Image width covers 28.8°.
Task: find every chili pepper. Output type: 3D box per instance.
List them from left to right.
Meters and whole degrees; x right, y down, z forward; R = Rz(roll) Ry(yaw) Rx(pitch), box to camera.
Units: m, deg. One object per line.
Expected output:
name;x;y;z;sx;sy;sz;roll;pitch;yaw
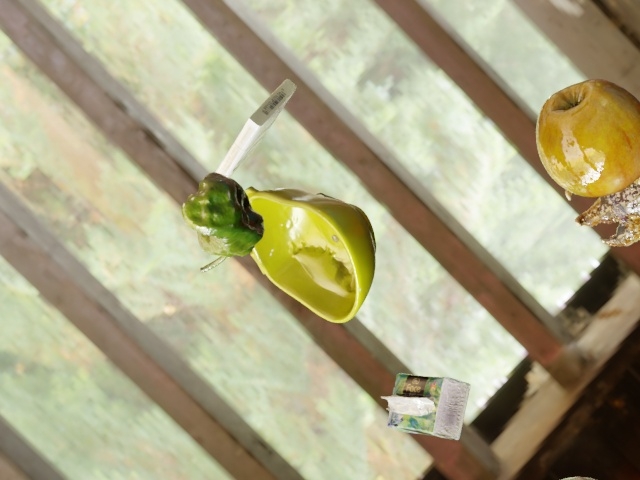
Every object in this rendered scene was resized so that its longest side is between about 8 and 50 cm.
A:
chili pepper;-0.092;-0.018;1.227;0.204;0.073;0.072;88;3;-80

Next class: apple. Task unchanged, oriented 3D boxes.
apple;0.407;-0.156;1.859;0.182;0.155;0.182;-26;-161;10

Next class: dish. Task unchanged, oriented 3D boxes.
dish;0.000;0.000;1.992;0.262;0.221;0.108;25;-133;39

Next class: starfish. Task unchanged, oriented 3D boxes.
starfish;0.499;-0.055;1.974;0.071;0.216;0.238;-49;169;-23

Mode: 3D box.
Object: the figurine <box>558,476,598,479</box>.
figurine;0.425;0.589;2.043;0.274;0.394;0.226;-18;-166;16

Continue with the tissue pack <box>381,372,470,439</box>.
tissue pack;0.145;0.235;1.781;0.111;0.079;0.085;-2;-108;56

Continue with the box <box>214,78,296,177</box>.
box;-0.120;-0.188;2.196;0.122;0.032;0.220;-52;-178;-33
